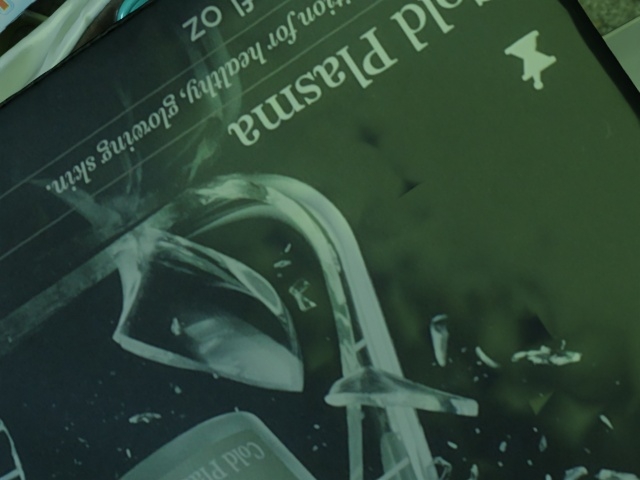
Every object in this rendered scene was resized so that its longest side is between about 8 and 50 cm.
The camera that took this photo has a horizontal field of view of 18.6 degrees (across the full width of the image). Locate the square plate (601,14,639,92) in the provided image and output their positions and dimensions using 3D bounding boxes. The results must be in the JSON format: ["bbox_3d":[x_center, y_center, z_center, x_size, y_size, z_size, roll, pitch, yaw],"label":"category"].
[{"bbox_3d":[0.369,-0.048,1.526,0.344,0.049,0.347,-30,82,3],"label":"square plate"}]

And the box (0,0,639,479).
[{"bbox_3d":[0.014,0.089,1.158,0.480,0.297,0.471,-34,88,7],"label":"box"}]

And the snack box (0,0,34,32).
[{"bbox_3d":[-0.296,-0.239,1.485,0.322,0.060,0.187,-43,122,0],"label":"snack box"}]

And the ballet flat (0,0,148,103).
[{"bbox_3d":[-0.181,-0.166,1.548,0.400,0.139,0.139,-43,80,-9],"label":"ballet flat"}]
